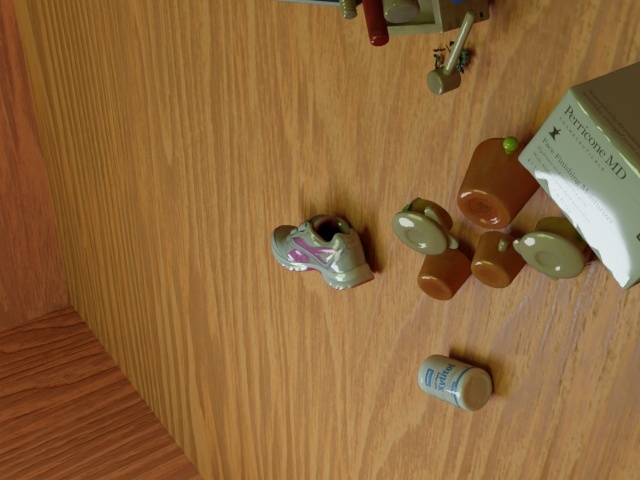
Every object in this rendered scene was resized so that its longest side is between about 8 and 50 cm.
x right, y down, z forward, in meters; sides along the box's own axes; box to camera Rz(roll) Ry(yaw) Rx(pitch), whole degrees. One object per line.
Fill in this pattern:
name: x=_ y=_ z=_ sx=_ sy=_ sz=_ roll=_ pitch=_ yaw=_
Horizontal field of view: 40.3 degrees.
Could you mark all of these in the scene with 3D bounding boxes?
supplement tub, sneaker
supplement tub: x=0.216 y=0.228 z=1.401 sx=0.107 sy=0.071 sz=0.071 roll=12 pitch=119 yaw=55
sneaker: x=0.000 y=0.000 z=1.591 sx=0.252 sy=0.103 sz=0.111 roll=19 pitch=121 yaw=46

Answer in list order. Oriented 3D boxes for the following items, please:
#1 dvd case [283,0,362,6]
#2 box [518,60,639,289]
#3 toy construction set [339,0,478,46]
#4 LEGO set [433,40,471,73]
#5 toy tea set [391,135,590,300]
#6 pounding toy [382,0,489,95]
dvd case: x=-0.044 y=-0.452 z=1.358 sx=0.239 sy=0.030 sz=0.179 roll=25 pitch=150 yaw=51
box: x=0.336 y=-0.077 z=0.879 sx=0.181 sy=0.182 sz=0.119 roll=56 pitch=149 yaw=21
toy construction set: x=0.123 y=-0.390 z=0.940 sx=0.309 sy=0.258 sz=0.237 roll=-31 pitch=62 yaw=46
LEGO set: x=0.183 y=-0.248 z=1.190 sx=0.083 sy=0.024 sz=0.054 roll=-128 pitch=32 yaw=-51
toy tea set: x=0.225 y=-0.028 z=1.211 sx=0.200 sy=0.124 sz=0.336 roll=42 pitch=151 yaw=-15
pounding toy: x=0.163 y=-0.296 z=1.109 sx=0.181 sy=0.094 sz=0.206 roll=17 pitch=123 yaw=55
